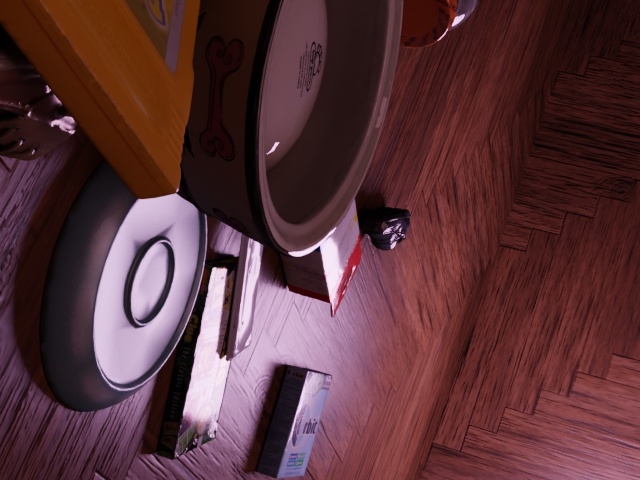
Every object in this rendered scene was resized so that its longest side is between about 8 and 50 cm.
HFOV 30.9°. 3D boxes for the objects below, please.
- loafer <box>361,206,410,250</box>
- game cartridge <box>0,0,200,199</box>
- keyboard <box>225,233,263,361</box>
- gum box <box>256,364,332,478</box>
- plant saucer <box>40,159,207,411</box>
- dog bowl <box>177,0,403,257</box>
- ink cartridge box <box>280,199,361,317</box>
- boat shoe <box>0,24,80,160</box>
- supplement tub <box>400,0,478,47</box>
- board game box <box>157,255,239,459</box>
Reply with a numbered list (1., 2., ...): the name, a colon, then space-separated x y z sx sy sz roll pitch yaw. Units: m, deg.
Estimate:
1. loafer: 0.124 -0.019 2.148 0.223 0.076 0.078 -11 107 -74
2. game cartridge: -0.167 -0.240 0.899 0.285 0.052 0.324 59 24 -52
3. keyboard: -0.096 0.037 1.558 0.072 0.014 0.256 -44 145 -67
4. gum box: -0.042 0.309 1.970 0.157 0.041 0.184 29 77 -71
5. plant saucer: -0.202 0.042 1.284 0.317 0.043 0.318 15 90 -71
6. dog bowl: -0.046 -0.194 1.257 0.408 0.150 0.408 14 90 -71
7. ink cartridge box: 0.000 0.000 1.791 0.231 0.078 0.134 80 31 -52
8. boat shoe: -0.240 -0.118 0.922 0.324 0.123 0.116 -24 129 -65
9. supplement tub: 0.180 -0.452 1.790 0.193 0.193 0.316 84 28 -47
10. board game box: -0.152 0.153 1.541 0.136 0.030 0.260 -13 117 -72
